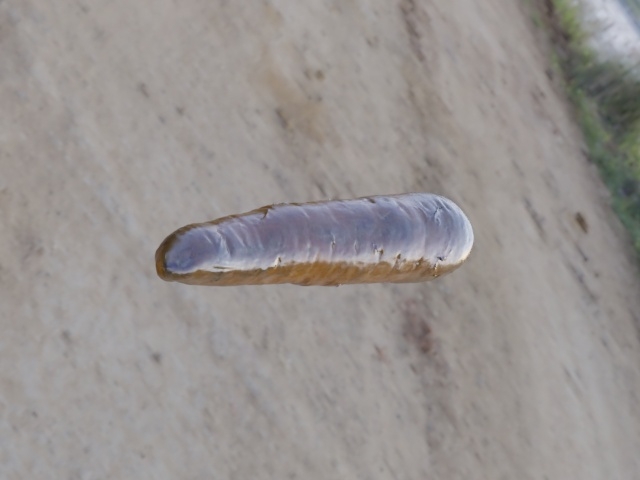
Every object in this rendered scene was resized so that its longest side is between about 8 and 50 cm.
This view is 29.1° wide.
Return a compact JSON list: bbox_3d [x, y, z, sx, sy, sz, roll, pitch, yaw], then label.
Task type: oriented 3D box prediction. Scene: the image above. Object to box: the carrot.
[{"bbox_3d":[0.000,0.000,0.553,0.191,0.047,0.047,-1,56,-45],"label":"carrot"}]
